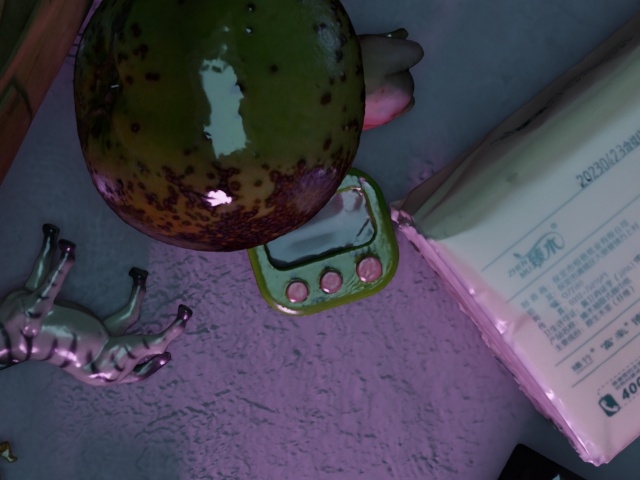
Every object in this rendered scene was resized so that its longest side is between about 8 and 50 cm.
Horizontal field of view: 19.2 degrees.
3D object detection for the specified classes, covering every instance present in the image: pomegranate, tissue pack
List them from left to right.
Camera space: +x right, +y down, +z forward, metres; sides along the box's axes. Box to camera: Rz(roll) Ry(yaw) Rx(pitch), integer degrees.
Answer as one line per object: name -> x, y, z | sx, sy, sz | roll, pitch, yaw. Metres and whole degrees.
pomegranate -> -0.049, -0.131, 1.698 | 0.341, 0.285, 0.285 | -5, 94, -36
tissue pack -> 0.295, -0.025, 1.743 | 0.380, 0.207, 0.297 | -37, 99, -3

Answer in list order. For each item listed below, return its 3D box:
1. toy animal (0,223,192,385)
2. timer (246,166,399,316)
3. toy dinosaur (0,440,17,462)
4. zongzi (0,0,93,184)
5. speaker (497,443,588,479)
toy animal -> -0.248, 0.087, 1.767 | 0.217, 0.073, 0.176 | 26, 96, -11
timer -> 0.000, 0.000, 1.797 | 0.140, 0.047, 0.128 | -17, 96, -5
toy dinosaur -> -0.326, 0.261, 1.782 | 0.162, 0.039, 0.126 | -22, 96, -3
zongzi -> -0.270, -0.097, 1.567 | 0.500, 0.218, 0.467 | -43, 52, 2
speaker -> 0.237, 0.357, 1.772 | 0.232, 0.184, 0.254 | 29, 88, -7
